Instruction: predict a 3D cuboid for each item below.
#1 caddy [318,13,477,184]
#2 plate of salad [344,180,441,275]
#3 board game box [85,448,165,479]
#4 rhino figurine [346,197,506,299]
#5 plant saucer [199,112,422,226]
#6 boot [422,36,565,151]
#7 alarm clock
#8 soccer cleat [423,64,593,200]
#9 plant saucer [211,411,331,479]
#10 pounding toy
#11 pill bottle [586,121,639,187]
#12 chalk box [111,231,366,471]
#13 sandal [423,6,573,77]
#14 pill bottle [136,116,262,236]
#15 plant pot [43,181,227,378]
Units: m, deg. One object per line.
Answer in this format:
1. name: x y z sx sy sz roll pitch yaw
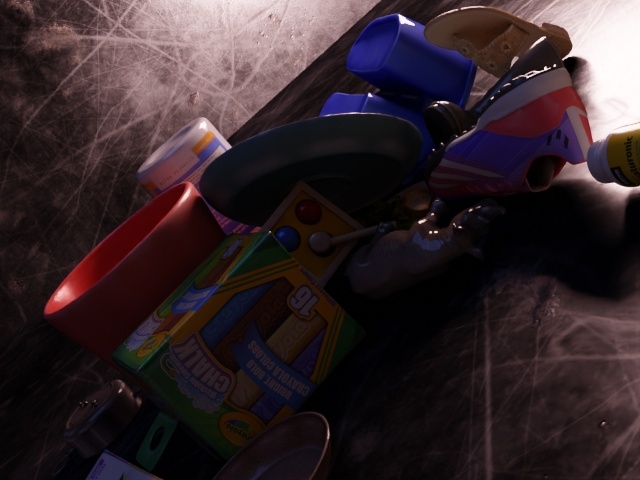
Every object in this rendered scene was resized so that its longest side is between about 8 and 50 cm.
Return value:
1. caddy: 0.131 -0.216 1.641 0.241 0.179 0.341 -63 15 2
2. plate of salad: 0.089 -0.026 1.459 0.200 0.048 0.200 -38 17 14
3. board game box: -0.223 0.352 1.071 0.242 0.064 0.316 -59 20 -16
4. rhino figurine: 0.127 0.007 1.236 0.243 0.073 0.106 -24 19 43
5. plant saucer: -0.008 -0.085 1.443 0.318 0.043 0.317 -12 -19 -4
6. boot: 0.241 -0.194 1.405 0.208 0.076 0.189 -39 -19 -1
7. alarm clock: -0.361 0.294 1.647 0.192 0.064 0.129 -53 19 -27
8. soccer cleat: 0.219 -0.093 1.250 0.109 0.116 0.318 -21 -10 -23
9. plant saucer: -0.058 0.260 1.061 0.199 0.036 0.198 -37 17 13
10. pounding toy: 0.000 0.000 1.369 0.130 0.141 0.100 -53 -1 -25
11. pill bottle: 0.323 -0.087 1.037 0.065 0.065 0.116 -48 16 -22
12. chalk box: -0.126 0.149 1.254 0.289 0.179 0.180 -46 16 -16
13. sandal: 0.267 -0.269 1.483 0.088 0.240 0.079 126 138 -50
14. pill bottle: -0.157 -0.054 1.697 0.152 0.272 0.152 -37 16 13
15. plant pot: -0.209 0.094 1.479 0.275 0.243 0.275 -38 15 13
